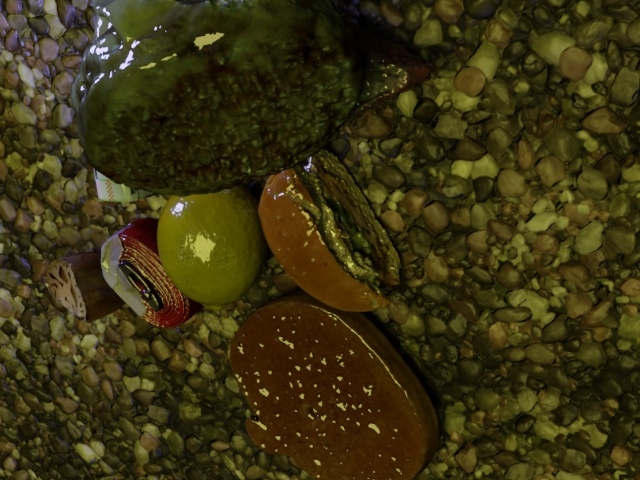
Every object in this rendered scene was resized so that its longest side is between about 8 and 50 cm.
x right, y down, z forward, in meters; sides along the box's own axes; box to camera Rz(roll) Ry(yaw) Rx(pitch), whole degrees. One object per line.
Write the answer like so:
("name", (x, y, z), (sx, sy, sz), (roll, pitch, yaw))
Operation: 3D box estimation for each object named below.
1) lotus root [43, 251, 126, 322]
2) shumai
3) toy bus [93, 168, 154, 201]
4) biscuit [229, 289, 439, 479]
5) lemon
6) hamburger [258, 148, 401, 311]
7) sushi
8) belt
("lotus root", (-0.420, 0.070, 1.728), (0.159, 0.135, 0.095), (27, 119, 27))
("shumai", (-0.163, -0.274, 1.304), (0.395, 0.395, 0.348), (-39, 55, 31))
("toy bus", (-0.343, -0.158, 1.620), (0.087, 0.089, 0.194), (5, 112, 22))
("biscuit", (0.010, 0.271, 1.657), (0.350, 0.070, 0.394), (-30, 96, 33))
("lemon", (-0.175, 0.008, 1.565), (0.184, 0.184, 0.249), (7, 112, 21))
("hamburger", (0.000, 0.000, 1.505), (0.156, 0.144, 0.283), (-27, 100, 30))
("sushi", (0.036, -0.260, 1.392), (0.241, 0.107, 0.161), (-21, 96, 42))
("belt", (-0.290, 0.059, 1.668), (0.201, 0.124, 0.128), (47, 119, -1))
